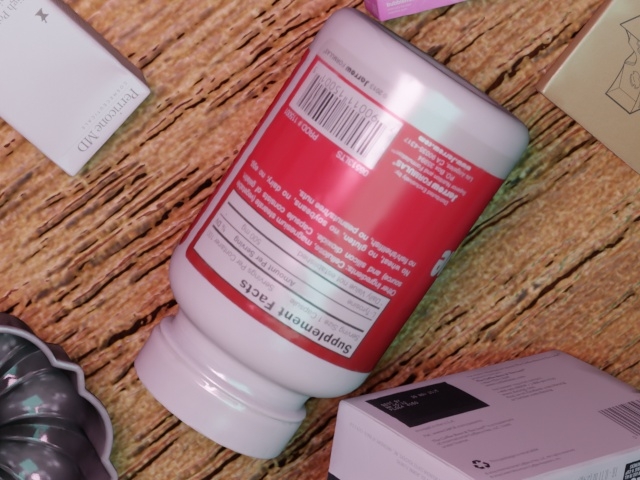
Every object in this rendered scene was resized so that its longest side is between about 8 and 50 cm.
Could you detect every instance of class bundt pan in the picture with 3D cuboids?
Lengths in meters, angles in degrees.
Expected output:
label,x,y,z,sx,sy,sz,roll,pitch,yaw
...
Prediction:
label,x,y,z,sx,sy,sz,roll,pitch,yaw
bundt pan,-0.372,0.205,1.616,0.331,0.124,0.330,-5,110,-13

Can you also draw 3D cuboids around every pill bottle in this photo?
label,x,y,z,sx,sy,sz,roll,pitch,yaw
pill bottle,0.000,0.000,1.577,0.229,0.229,0.407,30,100,-22

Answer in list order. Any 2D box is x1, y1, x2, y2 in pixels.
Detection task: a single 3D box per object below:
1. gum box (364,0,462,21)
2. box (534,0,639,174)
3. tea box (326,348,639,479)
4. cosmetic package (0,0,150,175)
label,x,y,z,sx,sy,sz,roll,pitch,yaw
gum box,0.130,-0.292,1.592,0.188,0.062,0.107,-15,113,-8
box,0.345,-0.190,1.707,0.164,0.021,0.201,36,99,-23
tea box,0.184,0.320,1.688,0.329,0.220,0.323,-9,116,-39
cosmetic package,-0.280,-0.180,1.519,0.231,0.085,0.117,41,97,-22
